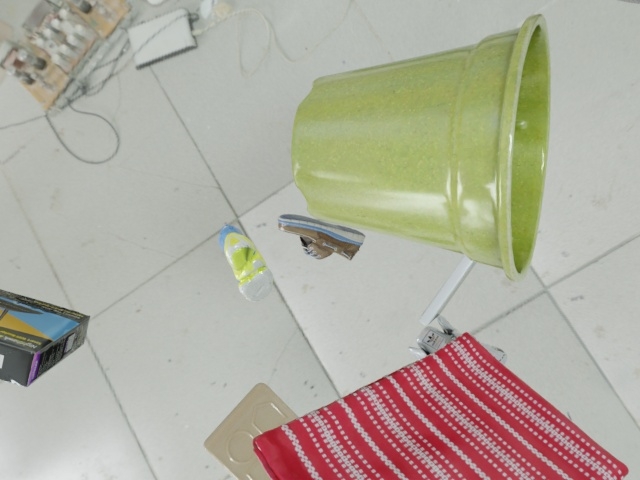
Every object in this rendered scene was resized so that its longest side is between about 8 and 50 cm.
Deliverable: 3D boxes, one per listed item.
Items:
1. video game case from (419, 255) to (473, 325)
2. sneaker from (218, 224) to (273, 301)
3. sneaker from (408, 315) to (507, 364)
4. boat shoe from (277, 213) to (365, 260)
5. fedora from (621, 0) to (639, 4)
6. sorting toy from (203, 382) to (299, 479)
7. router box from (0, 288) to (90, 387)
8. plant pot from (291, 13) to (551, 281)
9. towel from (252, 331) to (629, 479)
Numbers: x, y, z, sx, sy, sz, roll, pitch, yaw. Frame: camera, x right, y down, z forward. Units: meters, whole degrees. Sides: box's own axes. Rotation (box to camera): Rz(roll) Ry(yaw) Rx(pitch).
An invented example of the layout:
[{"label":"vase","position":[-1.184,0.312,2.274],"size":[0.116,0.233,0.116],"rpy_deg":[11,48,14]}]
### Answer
[{"label":"video game case","position":[0.307,0.083,1.272],"size":[0.026,0.206,0.227],"rpy_deg":[35,101,16]},{"label":"sneaker","position":[-0.188,0.047,1.420],"size":[0.091,0.240,0.126],"rpy_deg":[-25,50,-12]},{"label":"sneaker","position":[0.306,0.268,1.317],"size":[0.210,0.366,0.137],"rpy_deg":[35,85,25]},{"label":"boat shoe","position":[0.000,0.000,1.031],"size":[0.183,0.066,0.066],"rpy_deg":[14,99,-30]},{"label":"fedora","position":[0.429,-0.438,0.712],"size":[0.275,0.244,0.124],"rpy_deg":[16,54,11]},{"label":"sorting toy","position":[-0.118,0.442,1.226],"size":[0.208,0.038,0.193],"rpy_deg":[42,53,5]},{"label":"router box","position":[-0.381,0.100,0.655],"size":[0.178,0.133,0.046],"rpy_deg":[16,100,-1]},{"label":"plant pot","position":[0.116,-0.104,0.661],"size":[0.253,0.276,0.276],"rpy_deg":[6,88,28]},{"label":"towel","position":[0.103,0.183,0.479],"size":[0.199,0.274,0.031],"rpy_deg":[42,136,39]}]
